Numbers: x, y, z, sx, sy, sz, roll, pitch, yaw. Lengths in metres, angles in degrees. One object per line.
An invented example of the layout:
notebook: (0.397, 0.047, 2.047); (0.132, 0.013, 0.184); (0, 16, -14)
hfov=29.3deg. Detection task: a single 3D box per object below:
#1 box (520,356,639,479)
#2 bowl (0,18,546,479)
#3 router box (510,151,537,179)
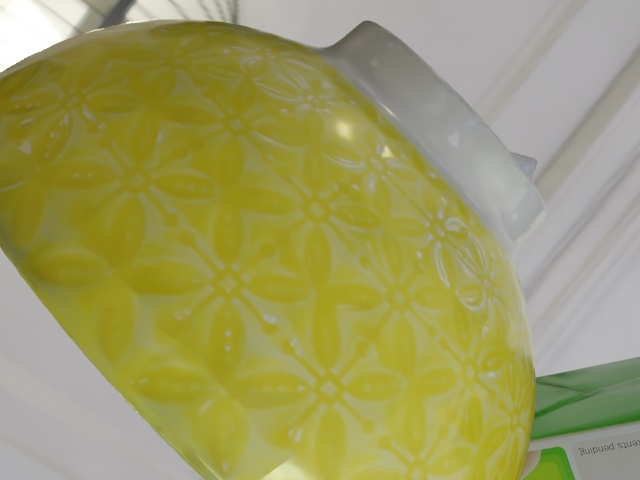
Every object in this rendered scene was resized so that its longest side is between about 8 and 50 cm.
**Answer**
box: (0.238, 0.171, 0.628); (0.262, 0.231, 0.127); (-16, -175, 30)
bowl: (0.000, 0.000, 0.519); (0.156, 0.289, 0.289); (-43, -158, 1)
router box: (0.061, 0.029, 1.407); (0.082, 0.301, 0.335); (-170, -85, -82)
